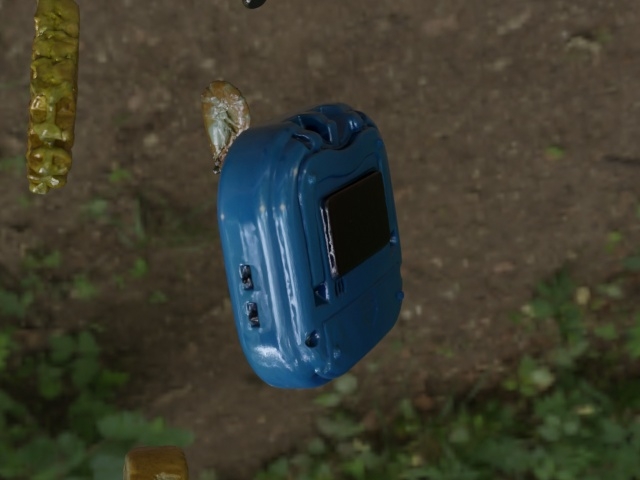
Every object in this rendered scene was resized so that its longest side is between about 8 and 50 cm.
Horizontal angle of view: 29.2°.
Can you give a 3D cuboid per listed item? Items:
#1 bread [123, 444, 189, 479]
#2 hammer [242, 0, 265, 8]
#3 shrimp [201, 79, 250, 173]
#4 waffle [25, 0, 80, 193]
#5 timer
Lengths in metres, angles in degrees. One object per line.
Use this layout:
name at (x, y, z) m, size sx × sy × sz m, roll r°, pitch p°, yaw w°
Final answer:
bread at (-0.168, 0.278, 1.216) m, size 0.073 × 0.149 × 0.122 m, roll 1°, pitch 163°, yaw -12°
hammer at (-0.018, -0.344, 1.186) m, size 0.029 × 0.058 × 0.292 m, roll -14°, pitch 153°, yaw -41°
shrimp at (-0.155, -0.173, 1.998) m, size 0.091 × 0.184 × 0.043 m, roll 19°, pitch -144°, yaw 22°
waffle at (-0.308, -0.155, 1.408) m, size 0.055 × 0.211 × 0.160 m, roll 4°, pitch 137°, yaw -13°
timer at (0.000, 0.000, 1.466) m, size 0.115 × 0.309 × 0.340 m, roll -4°, pitch -167°, yaw 25°
